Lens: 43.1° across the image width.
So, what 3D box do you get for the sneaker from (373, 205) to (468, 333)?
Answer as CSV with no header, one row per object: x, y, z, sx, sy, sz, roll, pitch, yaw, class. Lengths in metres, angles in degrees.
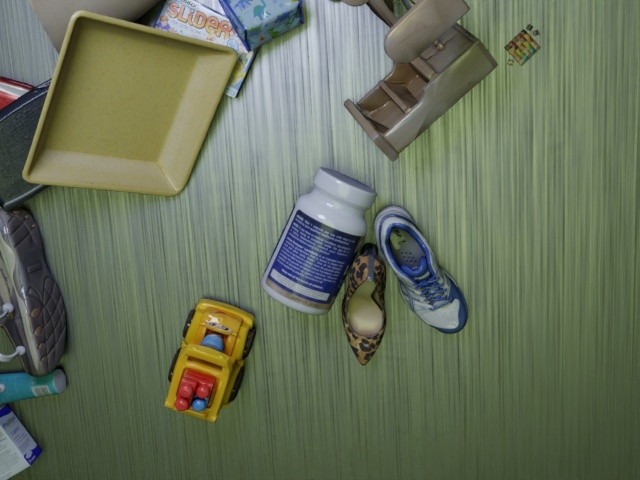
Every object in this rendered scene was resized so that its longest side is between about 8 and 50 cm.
0.194,0.074,1.599,0.112,0.131,0.296,-34,99,8,sneaker

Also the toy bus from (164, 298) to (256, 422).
-0.231,0.251,1.623,0.150,0.211,0.220,19,101,1,toy bus

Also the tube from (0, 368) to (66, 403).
-0.655,0.316,1.748,0.207,0.052,0.080,-8,97,11,tube

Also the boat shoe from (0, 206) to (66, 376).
-0.629,0.109,1.672,0.130,0.132,0.355,-12,92,16,boat shoe

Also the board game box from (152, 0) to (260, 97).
-0.226,-0.383,1.575,0.201,0.035,0.136,26,102,-2,board game box

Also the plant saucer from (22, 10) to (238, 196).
-0.360,-0.251,1.498,0.333,0.081,0.332,4,122,-42,plant saucer

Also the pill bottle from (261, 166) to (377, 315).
0.000,0.000,1.582,0.153,0.153,0.264,24,103,-2,pill bottle

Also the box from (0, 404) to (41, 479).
-0.706,0.450,1.764,0.126,0.072,0.137,-31,99,10,box

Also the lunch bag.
-0.120,-0.454,1.514,0.129,0.096,0.151,-28,72,-7,lunch bag

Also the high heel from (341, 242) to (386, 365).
0.086,0.145,1.590,0.093,0.186,0.261,3,102,3,high heel

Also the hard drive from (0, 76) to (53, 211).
-0.560,-0.188,1.579,0.255,0.054,0.172,-38,111,-8,hard drive

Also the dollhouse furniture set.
0.080,-0.374,1.407,0.256,0.362,0.394,-42,126,9,dollhouse furniture set

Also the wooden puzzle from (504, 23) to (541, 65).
0.389,-0.371,1.554,0.083,0.006,0.049,-43,96,11,wooden puzzle

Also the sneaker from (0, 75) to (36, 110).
-0.678,-0.271,1.603,0.221,0.087,0.128,16,101,1,sneaker

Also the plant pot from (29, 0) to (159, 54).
-0.393,-0.491,1.476,0.274,0.256,0.256,-24,100,-6,plant pot

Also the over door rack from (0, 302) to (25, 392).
-0.720,0.189,1.612,0.324,0.108,0.239,44,116,21,over door rack
